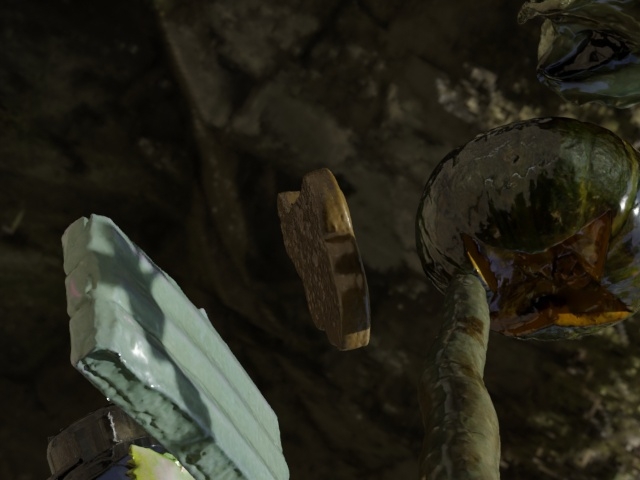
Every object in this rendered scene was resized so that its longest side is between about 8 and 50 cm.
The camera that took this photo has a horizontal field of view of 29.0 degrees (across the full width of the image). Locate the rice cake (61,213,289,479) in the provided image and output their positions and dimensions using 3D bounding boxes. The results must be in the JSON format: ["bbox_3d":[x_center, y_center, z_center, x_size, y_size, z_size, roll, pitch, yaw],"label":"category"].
[{"bbox_3d":[-0.086,0.093,0.794,0.043,0.237,0.127,-26,-138,10],"label":"rice cake"}]

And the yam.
[{"bbox_3d":[0.044,0.056,0.386,0.027,0.029,0.234,-17,-166,11],"label":"yam"}]

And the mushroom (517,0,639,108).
[{"bbox_3d":[0.321,-0.250,1.216,0.344,0.247,0.130,78,16,-71],"label":"mushroom"}]

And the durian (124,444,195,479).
[{"bbox_3d":[-0.099,0.353,1.328,0.157,0.355,0.169,25,-98,40],"label":"durian"}]

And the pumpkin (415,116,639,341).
[{"bbox_3d":[0.207,-0.013,1.148,0.159,0.238,0.238,-91,-155,-42],"label":"pumpkin"}]

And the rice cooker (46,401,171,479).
[{"bbox_3d":[-0.260,0.263,1.502,0.165,0.112,0.106,-27,-119,18],"label":"rice cooker"}]

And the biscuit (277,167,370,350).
[{"bbox_3d":[0.001,0.008,1.370,0.320,0.047,0.183,-148,-127,-74],"label":"biscuit"}]
